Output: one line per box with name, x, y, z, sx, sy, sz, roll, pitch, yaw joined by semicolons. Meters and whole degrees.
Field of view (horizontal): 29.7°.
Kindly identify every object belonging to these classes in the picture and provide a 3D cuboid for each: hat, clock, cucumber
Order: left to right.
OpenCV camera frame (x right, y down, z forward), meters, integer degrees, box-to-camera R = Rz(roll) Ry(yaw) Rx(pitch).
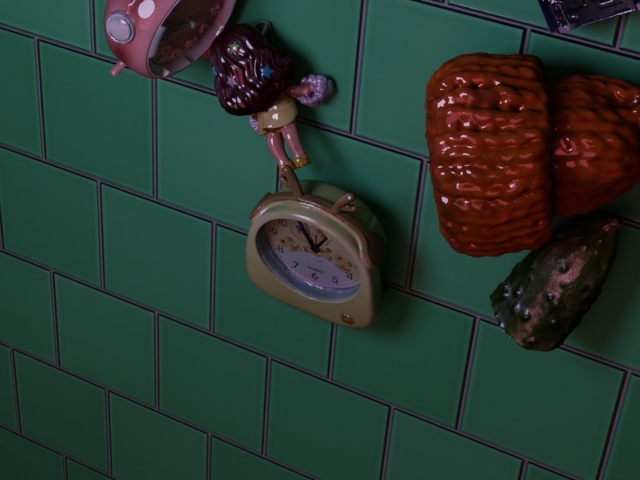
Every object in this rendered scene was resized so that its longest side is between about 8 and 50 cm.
clock;-0.234;-0.356;1.797;0.142;0.241;0.227;38;132;10
clock;0.000;0.000;1.912;0.235;0.096;0.308;23;144;15
cucumber;0.358;0.046;1.749;0.134;0.134;0.244;39;127;6
hat;0.337;-0.142;1.618;0.400;0.285;0.285;-12;114;4

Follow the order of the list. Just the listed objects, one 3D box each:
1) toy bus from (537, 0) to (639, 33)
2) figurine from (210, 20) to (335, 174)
toy bus;0.364;-0.325;1.547;0.167;0.076;0.073;-11;112;38
figurine;-0.083;-0.222;1.862;0.175;0.116;0.240;-21;105;39
